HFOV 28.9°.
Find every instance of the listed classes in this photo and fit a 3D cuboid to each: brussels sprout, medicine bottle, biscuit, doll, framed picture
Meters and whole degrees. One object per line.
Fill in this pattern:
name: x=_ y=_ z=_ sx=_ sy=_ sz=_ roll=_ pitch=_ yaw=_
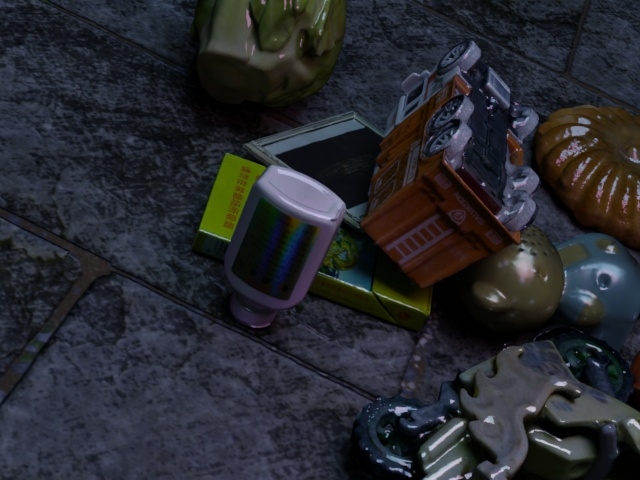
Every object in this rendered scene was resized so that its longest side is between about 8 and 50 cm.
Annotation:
brussels sprout: x=-0.079 y=-0.359 z=1.917 sx=0.247 sy=0.328 sz=0.328 roll=7 pitch=36 yaw=18
medicine bottle: x=-0.056 y=0.017 z=1.559 sx=0.115 sy=0.219 sz=0.078 roll=27 pitch=39 yaw=3
biscuit: x=0.516 y=-0.121 z=2.106 sx=0.325 sy=0.107 sz=0.326 roll=17 pitch=38 yaw=-14
doll: x=0.310 y=0.057 z=1.748 sx=0.260 sy=0.161 sz=0.177 roll=8 pitch=35 yaw=-17
framed picture: x=0.053 y=-0.115 z=1.873 sx=0.231 sy=0.018 sz=0.293 roll=36 pitch=32 yaw=21

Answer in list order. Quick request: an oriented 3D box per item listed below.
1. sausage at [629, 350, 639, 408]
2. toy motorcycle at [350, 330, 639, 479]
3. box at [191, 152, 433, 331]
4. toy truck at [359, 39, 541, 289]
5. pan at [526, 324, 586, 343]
sausage: x=0.554 y=0.205 z=1.742 sx=0.258 sy=0.133 sz=0.133 roll=15 pitch=41 yaw=-11
toy motorcycle: x=0.245 y=0.241 z=1.515 sx=0.410 sy=0.169 sz=0.237 roll=-14 pitch=45 yaw=-26
box: x=0.000 y=0.000 z=1.744 sx=0.335 sy=0.047 sz=0.187 roll=21 pitch=39 yaw=-7
toy truck: x=0.177 y=-0.112 z=1.750 sx=0.173 sy=0.207 sz=0.387 roll=45 pitch=29 yaw=-18
pan: x=0.358 y=0.194 z=1.697 sx=0.212 sy=0.115 sz=0.040 roll=33 pitch=-6 yaw=-18
